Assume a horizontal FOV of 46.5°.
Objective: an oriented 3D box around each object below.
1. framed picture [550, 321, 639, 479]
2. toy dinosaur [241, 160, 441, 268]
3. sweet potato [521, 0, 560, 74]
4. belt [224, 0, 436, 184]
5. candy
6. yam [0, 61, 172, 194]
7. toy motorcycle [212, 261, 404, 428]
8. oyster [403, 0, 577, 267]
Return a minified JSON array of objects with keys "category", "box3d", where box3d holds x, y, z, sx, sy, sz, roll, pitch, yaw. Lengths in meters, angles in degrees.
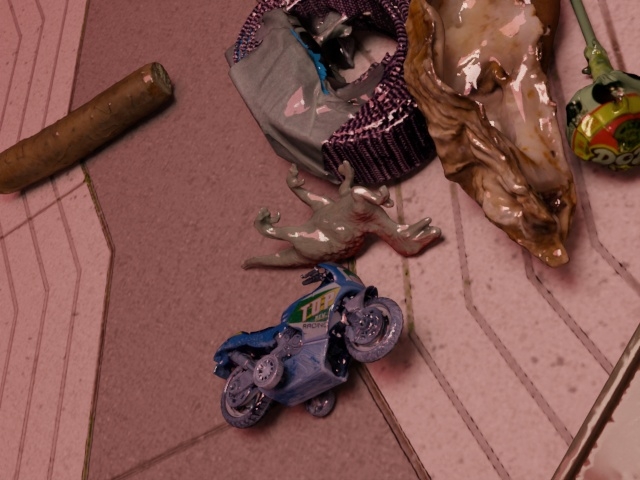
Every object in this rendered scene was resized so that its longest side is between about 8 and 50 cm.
[{"category":"framed picture","box3d":[0.342,0.205,0.521,0.335,0.022,0.247,28,84,40]},{"category":"toy dinosaur","box3d":[0.000,0.000,0.844,0.242,0.167,0.053,-44,2,35]},{"category":"sweet potato","box3d":[0.220,-0.247,0.798,0.077,0.077,0.244,-9,90,31]},{"category":"belt","box3d":[0.032,-0.209,0.896,0.260,0.122,0.325,-34,54,6]},{"category":"candy","box3d":[0.272,-0.194,0.759,0.091,0.083,0.306,-2,52,0]},{"category":"yam","box3d":[-0.392,-0.170,1.190,0.371,0.083,0.083,-24,55,24]},{"category":"toy motorcycle","box3d":[-0.021,0.104,0.783,0.254,0.092,0.136,-33,42,28]},{"category":"oyster","box3d":[0.160,-0.132,0.722,0.110,0.166,0.341,-33,76,56]}]
